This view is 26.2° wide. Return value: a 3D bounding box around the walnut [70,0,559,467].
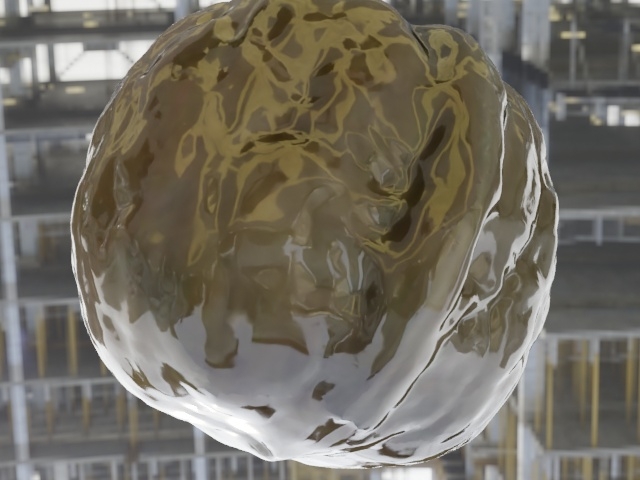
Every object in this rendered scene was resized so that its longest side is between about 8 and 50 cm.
[{"bbox_3d":[-0.002,0.000,0.687,0.248,0.248,0.248,-1,-167,0],"label":"walnut"}]
